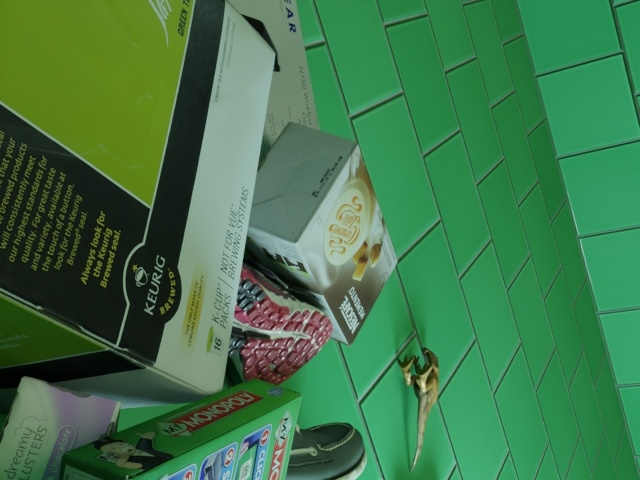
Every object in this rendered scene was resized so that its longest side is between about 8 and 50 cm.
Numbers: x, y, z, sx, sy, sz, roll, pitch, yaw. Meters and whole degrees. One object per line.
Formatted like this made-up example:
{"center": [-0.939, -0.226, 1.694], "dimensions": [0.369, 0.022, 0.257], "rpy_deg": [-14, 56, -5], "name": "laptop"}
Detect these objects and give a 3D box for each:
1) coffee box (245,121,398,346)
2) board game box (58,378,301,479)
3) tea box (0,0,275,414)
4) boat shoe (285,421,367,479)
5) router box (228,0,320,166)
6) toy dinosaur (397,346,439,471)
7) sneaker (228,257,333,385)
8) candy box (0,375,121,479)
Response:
{"center": [0.000, 0.000, 0.979], "dimensions": [0.141, 0.098, 0.246], "rpy_deg": [-57, 150, -22], "name": "coffee box"}
{"center": [-0.104, 0.265, 0.543], "dimensions": [0.213, 0.046, 0.317], "rpy_deg": [-5, 107, -67], "name": "board game box"}
{"center": [-0.224, -0.077, 0.602], "dimensions": [0.323, 0.220, 0.329], "rpy_deg": [42, 46, -47], "name": "tea box"}
{"center": [-0.050, 0.226, 0.902], "dimensions": [0.319, 0.116, 0.099], "rpy_deg": [-2, 86, -55], "name": "boat shoe"}
{"center": [-0.124, -0.221, 0.961], "dimensions": [0.301, 0.082, 0.335], "rpy_deg": [-8, 87, -60], "name": "router box"}
{"center": [0.167, 0.242, 1.318], "dimensions": [0.112, 0.064, 0.211], "rpy_deg": [58, 36, -33], "name": "toy dinosaur"}
{"center": [-0.083, 0.073, 0.910], "dimensions": [0.112, 0.121, 0.299], "rpy_deg": [45, -2, 34], "name": "sneaker"}
{"center": [-0.200, 0.211, 0.577], "dimensions": [0.070, 0.196, 0.164], "rpy_deg": [17, 55, -6], "name": "candy box"}
